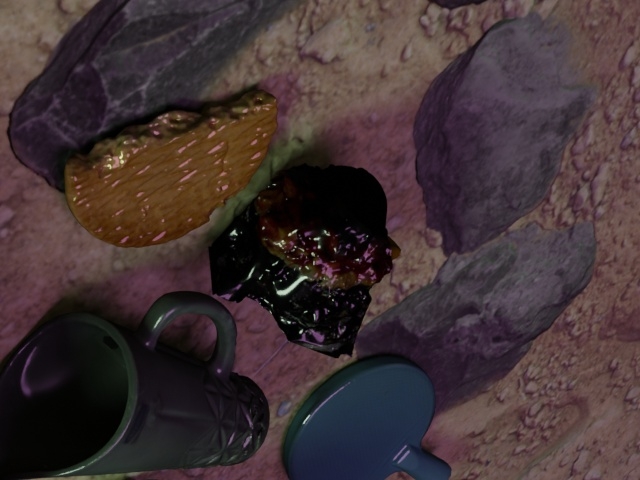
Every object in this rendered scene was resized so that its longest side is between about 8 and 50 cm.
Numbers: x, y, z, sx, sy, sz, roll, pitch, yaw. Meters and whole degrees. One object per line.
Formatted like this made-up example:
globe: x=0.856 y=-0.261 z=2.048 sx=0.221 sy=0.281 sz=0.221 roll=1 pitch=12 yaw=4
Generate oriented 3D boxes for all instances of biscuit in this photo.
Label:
biscuit: x=-0.140 y=-0.061 z=1.438 sx=0.224 sy=0.033 sz=0.144 roll=-24 pitch=140 yaw=-25

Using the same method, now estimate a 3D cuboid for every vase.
vase: x=-0.165 y=0.160 z=1.538 sx=0.251 sy=0.156 sz=0.301 roll=-51 pitch=149 yaw=11

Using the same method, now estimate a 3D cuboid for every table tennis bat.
table tennis bat: x=0.073 y=0.253 z=1.927 sx=0.215 sy=0.044 sz=0.329 roll=-49 pitch=140 yaw=4

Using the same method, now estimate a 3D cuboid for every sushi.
sushi: x=0.000 y=0.000 z=1.530 sx=0.172 sy=0.153 sz=0.150 roll=22 pitch=130 yaw=-30

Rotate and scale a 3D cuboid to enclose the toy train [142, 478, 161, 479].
toy train: x=-0.196 y=0.380 z=1.613 sx=0.202 sy=0.266 sz=0.145 roll=-28 pitch=140 yaw=-9
